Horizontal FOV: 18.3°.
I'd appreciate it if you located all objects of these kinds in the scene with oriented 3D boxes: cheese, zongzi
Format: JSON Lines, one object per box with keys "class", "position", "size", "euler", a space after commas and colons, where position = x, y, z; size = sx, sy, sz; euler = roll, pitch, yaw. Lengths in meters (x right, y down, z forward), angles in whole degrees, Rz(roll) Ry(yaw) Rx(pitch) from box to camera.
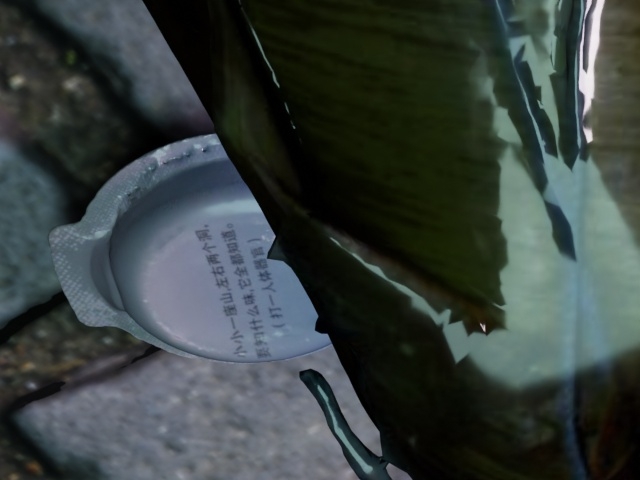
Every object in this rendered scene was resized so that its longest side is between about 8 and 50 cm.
{"class": "cheese", "position": [0.000, 0.000, 0.892], "size": [0.245, 0.052, 0.135], "euler": [-9, 130, 8]}
{"class": "zongzi", "position": [-0.056, -0.127, 0.553], "size": [0.432, 0.208, 0.403], "euler": [2, 95, 4]}
